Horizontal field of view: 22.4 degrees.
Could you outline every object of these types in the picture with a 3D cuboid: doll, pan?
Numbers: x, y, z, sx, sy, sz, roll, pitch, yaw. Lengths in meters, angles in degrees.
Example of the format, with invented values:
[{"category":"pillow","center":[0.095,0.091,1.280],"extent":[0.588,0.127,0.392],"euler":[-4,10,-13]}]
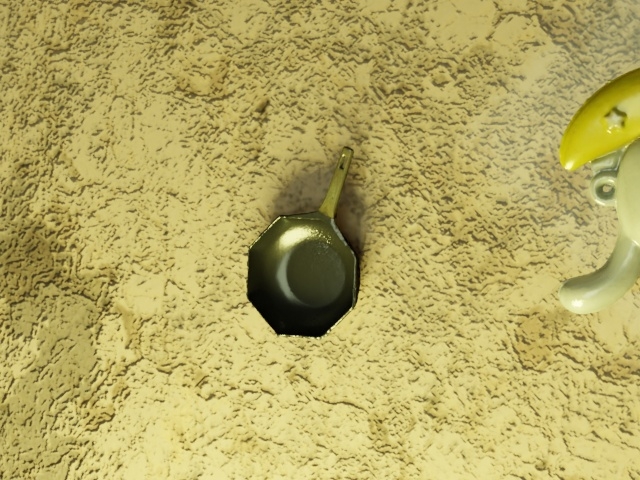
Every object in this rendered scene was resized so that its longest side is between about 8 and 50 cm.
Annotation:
[{"category":"doll","center":[0.337,-0.060,1.503],"extent":[0.237,0.111,0.252],"euler":[-2,94,9]},{"category":"pan","center":[0.011,0.012,1.688],"extent":[0.202,0.048,0.128],"euler":[-45,78,23]}]
